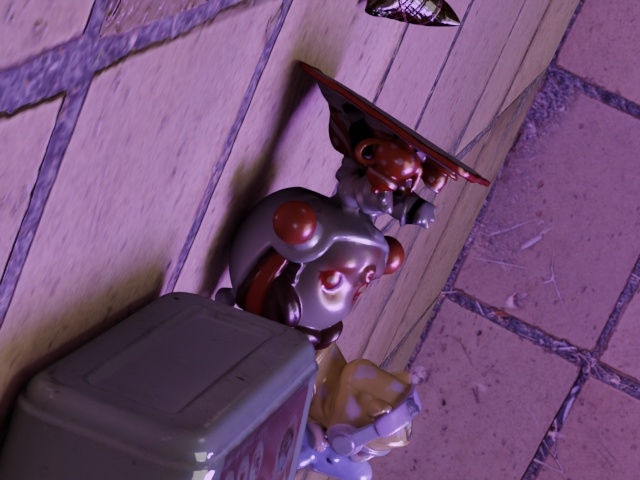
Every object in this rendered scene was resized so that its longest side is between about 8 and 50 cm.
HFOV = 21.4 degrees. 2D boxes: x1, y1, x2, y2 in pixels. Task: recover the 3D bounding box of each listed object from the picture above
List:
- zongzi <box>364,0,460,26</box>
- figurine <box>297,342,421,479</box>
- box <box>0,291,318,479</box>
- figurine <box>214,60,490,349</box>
[{"bbox_3d":[0.066,-0.202,1.405,0.083,0.073,0.067,32,84,-41],"label":"zongzi"},{"bbox_3d":[0.005,0.156,1.718,0.208,0.184,0.128,68,28,-16],"label":"figurine"},{"bbox_3d":[-0.109,0.155,1.104,0.312,0.175,0.182,-36,143,-70],"label":"box"},{"bbox_3d":[0.000,0.000,1.334,0.226,0.160,0.183,-56,171,6],"label":"figurine"}]
